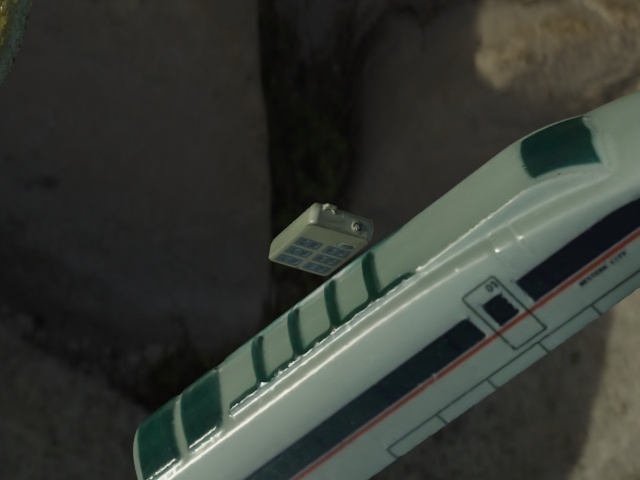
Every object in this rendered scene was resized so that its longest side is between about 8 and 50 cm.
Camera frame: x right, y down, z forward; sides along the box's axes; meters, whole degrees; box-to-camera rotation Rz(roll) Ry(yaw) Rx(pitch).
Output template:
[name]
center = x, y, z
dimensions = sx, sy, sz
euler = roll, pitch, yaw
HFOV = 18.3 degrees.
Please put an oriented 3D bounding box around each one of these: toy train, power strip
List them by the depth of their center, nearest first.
[toy train]
center = 0.075, 0.023, 1.044
dimensions = 0.407, 0.086, 0.088
euler = -37, 118, 18
[power strip]
center = 0.000, 0.000, 1.175
dimensions = 0.040, 0.016, 0.090
euler = 16, 160, -15

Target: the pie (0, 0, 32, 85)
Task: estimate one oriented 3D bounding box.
[pie]
center = -0.425, -0.251, 1.939
dimensions = 0.323, 0.070, 0.323
euler = -4, 100, -21
